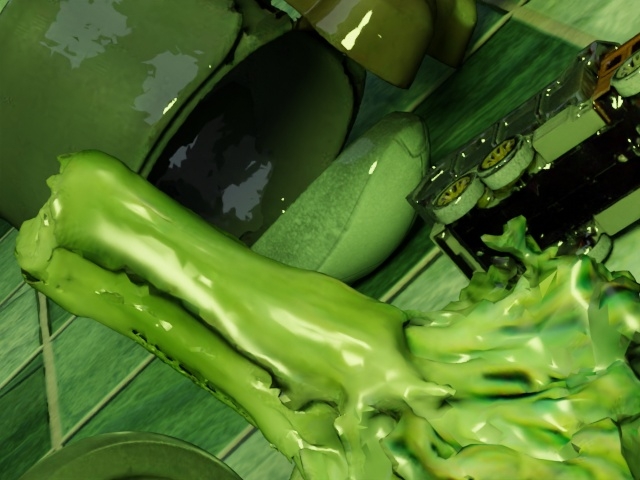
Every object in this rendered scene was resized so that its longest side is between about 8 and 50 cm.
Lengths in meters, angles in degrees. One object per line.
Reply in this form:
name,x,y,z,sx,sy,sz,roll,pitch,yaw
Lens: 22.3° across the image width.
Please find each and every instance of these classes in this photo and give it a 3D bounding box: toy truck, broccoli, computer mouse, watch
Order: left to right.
watch,-0.081,-0.106,1.187,0.327,0.314,0.335,-56,-20,14
computer mouse,0.005,0.003,1.091,0.229,0.068,0.113,-46,-5,38
broccoli,0.003,0.083,0.647,0.177,0.275,0.198,123,158,-56
toy truck,0.141,-0.043,0.884,0.192,0.083,0.092,-35,16,27

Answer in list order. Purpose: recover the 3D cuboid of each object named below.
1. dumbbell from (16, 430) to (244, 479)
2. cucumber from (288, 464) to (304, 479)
dumbbell,-0.167,0.201,0.865,0.406,0.179,0.179,-16,34,52
cucumber,0.017,0.116,0.867,0.107,0.035,0.067,-58,22,-11
